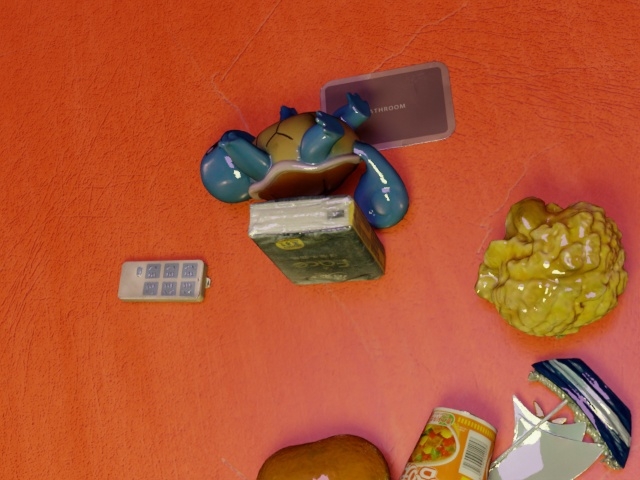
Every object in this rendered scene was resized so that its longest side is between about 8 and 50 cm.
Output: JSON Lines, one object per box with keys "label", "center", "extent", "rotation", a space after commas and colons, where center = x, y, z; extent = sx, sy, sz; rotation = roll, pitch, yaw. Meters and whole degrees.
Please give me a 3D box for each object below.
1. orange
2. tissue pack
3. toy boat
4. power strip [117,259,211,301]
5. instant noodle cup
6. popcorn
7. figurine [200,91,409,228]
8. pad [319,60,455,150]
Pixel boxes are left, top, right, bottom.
{"label": "orange", "center": [0.001, 0.427, 1.573], "extent": [0.237, 0.158, 0.179], "rotation": [-14, 87, 9]}
{"label": "tissue pack", "center": [0.000, 0.000, 1.670], "extent": [0.185, 0.257, 0.081], "rotation": [-4, 68, 16]}
{"label": "toy boat", "center": [0.368, 0.339, 1.557], "extent": [0.291, 0.067, 0.220], "rotation": [-42, 66, 1]}
{"label": "power strip", "center": [-0.310, 0.081, 1.850], "extent": [0.192, 0.035, 0.081], "rotation": [-1, 71, 15]}
{"label": "instant noodle cup", "center": [0.208, 0.379, 1.542], "extent": [0.168, 0.168, 0.185], "rotation": [15, 67, 20]}
{"label": "popcorn", "center": [0.379, 0.046, 1.586], "extent": [0.251, 0.206, 0.237], "rotation": [2, 88, 34]}
{"label": "figurine", "center": [-0.027, -0.167, 1.777], "extent": [0.416, 0.243, 0.298], "rotation": [10, 32, 16]}
{"label": "pad", "center": [0.130, -0.261, 1.866], "extent": [0.266, 0.002, 0.176], "rotation": [-9, 69, 12]}
